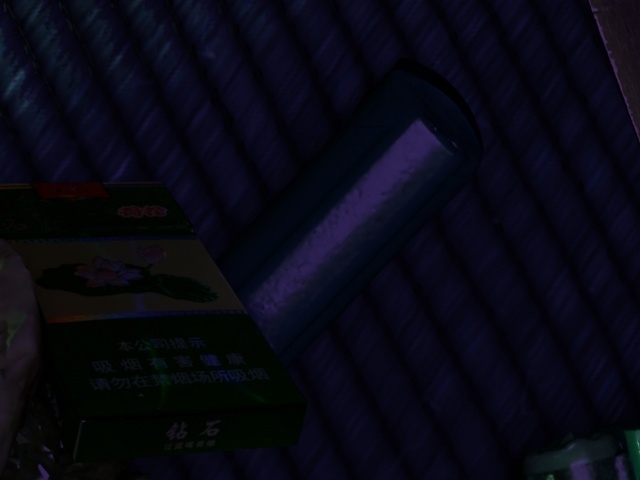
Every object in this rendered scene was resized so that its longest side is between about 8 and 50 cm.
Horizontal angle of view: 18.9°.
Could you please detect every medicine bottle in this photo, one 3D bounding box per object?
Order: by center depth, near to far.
[{"bbox_3d":[0.000,0.000,1.178,0.079,0.124,0.258,43,91,-10],"label":"medicine bottle"}]

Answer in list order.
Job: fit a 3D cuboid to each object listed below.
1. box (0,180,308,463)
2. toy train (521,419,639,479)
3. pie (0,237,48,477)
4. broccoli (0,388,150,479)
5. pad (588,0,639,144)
[{"bbox_3d":[-0.112,0.038,1.083,0.132,0.235,0.034,-2,123,-26],"label":"box"},{"bbox_3d":[0.218,0.249,1.185,0.194,0.120,0.298,-13,87,-7],"label":"toy train"},{"bbox_3d":[-0.284,0.122,1.018,0.339,0.339,0.077,-53,130,-11],"label":"pie"},{"bbox_3d":[-0.163,0.197,1.096,0.302,0.186,0.254,-46,129,-31],"label":"broccoli"},{"bbox_3d":[0.274,-0.141,1.288,0.176,0.002,0.266,-19,88,-12],"label":"pad"}]
